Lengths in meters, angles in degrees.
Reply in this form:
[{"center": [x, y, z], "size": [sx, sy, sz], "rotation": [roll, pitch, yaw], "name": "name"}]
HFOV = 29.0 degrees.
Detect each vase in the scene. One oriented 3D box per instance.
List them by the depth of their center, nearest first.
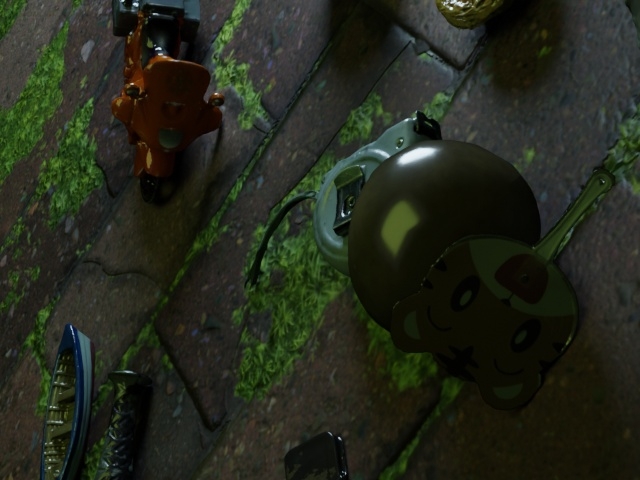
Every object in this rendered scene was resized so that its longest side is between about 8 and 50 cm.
[{"center": [-0.245, 0.243, 1.510], "size": [0.059, 0.059, 0.167], "rotation": [-21, 55, 44], "name": "vase"}]

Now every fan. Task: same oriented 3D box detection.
[{"center": [0.173, 0.030, 1.057], "size": [0.227, 0.152, 0.008], "rotation": [-54, 12, 7], "name": "fan"}]

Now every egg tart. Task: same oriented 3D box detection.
[{"center": [0.176, -0.275, 1.291], "size": [0.130, 0.052, 0.130], "rotation": [-30, 47, 39], "name": "egg tart"}]

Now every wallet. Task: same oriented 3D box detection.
[{"center": [-0.002, 0.269, 1.228], "size": [0.082, 0.018, 0.157], "rotation": [-35, 45, 34], "name": "wallet"}]

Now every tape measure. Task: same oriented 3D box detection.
[{"center": [-0.001, -0.001, 1.327], "size": [0.330, 0.084, 0.164], "rotation": [-32, 43, 34], "name": "tape measure"}]

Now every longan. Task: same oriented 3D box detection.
[{"center": [0.108, -0.001, 1.128], "size": [0.189, 0.189, 0.189], "rotation": [-28, 50, 39], "name": "longan"}]

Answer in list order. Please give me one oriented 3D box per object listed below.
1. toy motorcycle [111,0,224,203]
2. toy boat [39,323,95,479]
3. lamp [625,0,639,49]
[{"center": [-0.220, -0.228, 1.687], "size": [0.221, 0.148, 0.326], "rotation": [128, 142, -55], "name": "toy motorcycle"}, {"center": [-0.332, 0.220, 1.641], "size": [0.080, 0.046, 0.229], "rotation": [-27, 50, 41], "name": "toy boat"}, {"center": [0.314, -0.169, 1.021], "size": [0.101, 0.101, 0.250], "rotation": [-44, 38, 26], "name": "lamp"}]
